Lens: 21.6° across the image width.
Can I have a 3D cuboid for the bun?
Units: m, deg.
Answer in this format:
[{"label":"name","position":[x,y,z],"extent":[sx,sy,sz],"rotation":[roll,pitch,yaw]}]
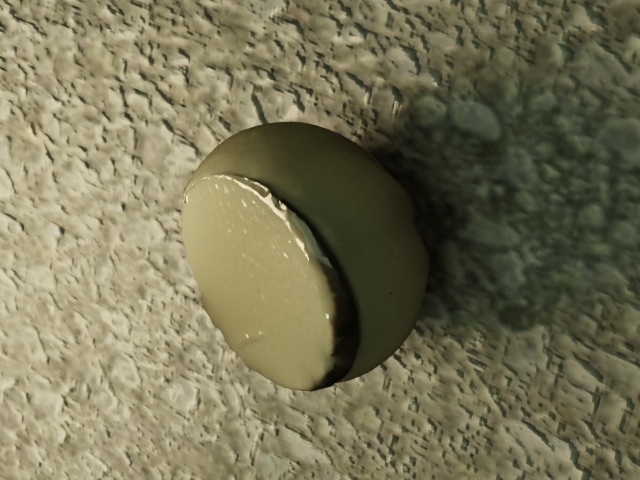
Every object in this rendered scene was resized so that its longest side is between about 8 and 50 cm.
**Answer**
[{"label":"bun","position":[0.000,0.000,1.063],"extent":[0.173,0.120,0.173],"rotation":[34,141,33]}]
